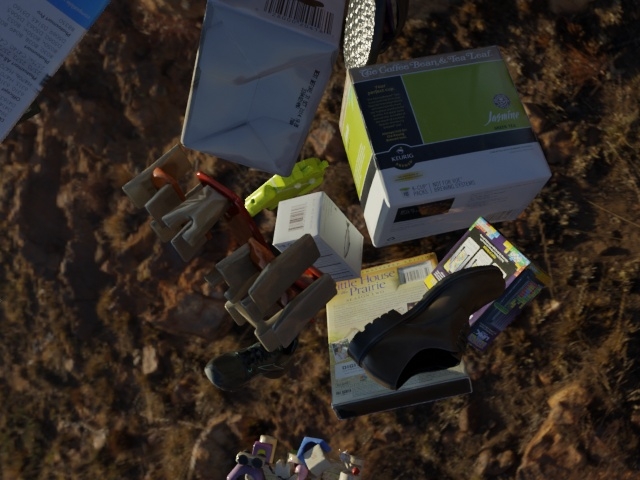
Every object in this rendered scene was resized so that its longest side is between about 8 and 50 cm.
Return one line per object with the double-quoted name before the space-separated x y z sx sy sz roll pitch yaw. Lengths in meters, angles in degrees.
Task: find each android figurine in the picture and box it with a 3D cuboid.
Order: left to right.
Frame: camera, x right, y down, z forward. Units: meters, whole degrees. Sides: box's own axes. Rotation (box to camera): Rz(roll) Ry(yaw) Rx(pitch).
"android figurine" -0.090 -0.146 1.766 0.273 0.248 0.056 -31 85 39

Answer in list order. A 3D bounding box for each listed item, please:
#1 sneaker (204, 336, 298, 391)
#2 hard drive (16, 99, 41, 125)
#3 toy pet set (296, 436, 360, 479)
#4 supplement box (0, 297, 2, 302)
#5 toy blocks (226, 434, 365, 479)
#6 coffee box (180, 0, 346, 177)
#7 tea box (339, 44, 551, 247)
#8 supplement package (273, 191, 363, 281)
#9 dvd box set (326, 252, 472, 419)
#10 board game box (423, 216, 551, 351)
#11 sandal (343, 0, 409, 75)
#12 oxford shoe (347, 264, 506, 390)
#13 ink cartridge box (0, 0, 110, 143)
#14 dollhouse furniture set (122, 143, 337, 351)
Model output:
"sneaker" -0.155 0.272 1.507 0.101 0.267 0.106 49 118 24
"hard drive" -0.633 -0.258 1.290 0.022 0.135 0.094 43 157 19
"toy pet set" -0.004 0.443 1.282 0.122 0.114 0.065 -33 41 0
"supplement box" -0.432 -0.051 0.470 0.356 0.194 0.195 58 161 -20
"toy blocks" -0.058 0.603 1.427 0.289 0.309 0.259 12 82 6
"coffee box" -0.038 -0.197 0.559 0.141 0.098 0.246 118 164 -48
"tea box" 0.239 -0.195 1.352 0.329 0.220 0.323 -10 69 -7
"supplement package" 0.000 0.000 1.299 0.105 0.179 0.105 -12 55 26
"dvd box set" 0.169 0.215 1.562 0.308 0.062 0.420 -15 37 8
"board game box" 0.236 0.059 0.945 0.141 0.048 0.170 -52 22 13
"sandal" 0.137 -0.539 1.372 0.167 0.107 0.445 -141 58 -70
"oxford shoe" 0.150 0.108 0.781 0.096 0.227 0.082 44 155 34
"ink cartridge box" -0.215 -0.134 0.441 0.180 0.060 0.104 -45 36 13
"dollhouse furniture set" -0.081 0.014 0.815 0.135 0.259 0.262 -44 52 -16
